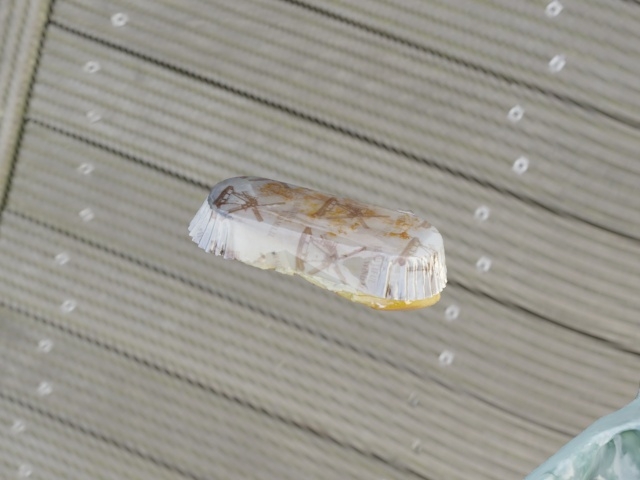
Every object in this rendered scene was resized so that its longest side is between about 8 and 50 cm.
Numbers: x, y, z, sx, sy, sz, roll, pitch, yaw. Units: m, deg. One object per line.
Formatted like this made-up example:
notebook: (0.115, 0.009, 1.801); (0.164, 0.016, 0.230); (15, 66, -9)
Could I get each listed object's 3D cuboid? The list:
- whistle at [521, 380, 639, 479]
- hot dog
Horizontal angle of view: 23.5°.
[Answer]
whistle: (0.237, 0.172, 0.952); (0.405, 0.188, 0.168); (-22, 99, 1)
hot dog: (0.000, 0.000, 1.438); (0.253, 0.131, 0.069); (15, 120, 15)
